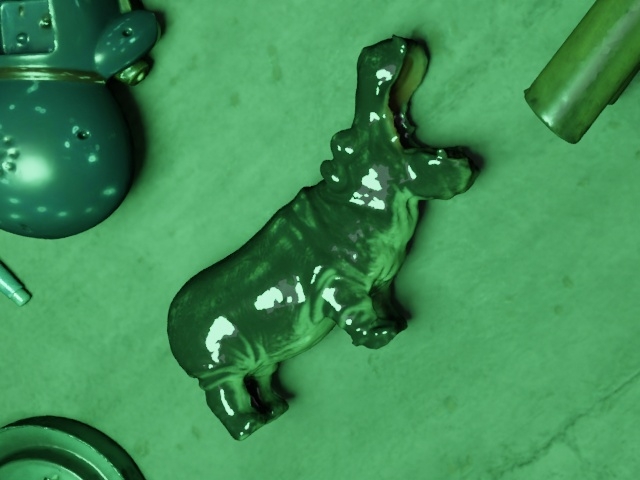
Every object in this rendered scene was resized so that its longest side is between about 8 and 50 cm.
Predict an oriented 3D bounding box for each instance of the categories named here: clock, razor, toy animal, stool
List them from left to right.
[{"bbox_3d":[-0.328,0.012,0.927,0.135,0.040,0.068,44,106,-3],"label":"razor"},{"bbox_3d":[-0.238,-0.122,0.830,0.199,0.146,0.243,0,92,8],"label":"clock"},{"bbox_3d":[-0.262,0.275,0.954,0.215,0.042,0.215,2,100,13],"label":"clock"},{"bbox_3d":[0.016,0.007,0.815,0.168,0.106,0.343,41,100,10],"label":"toy animal"},{"bbox_3d":[0.188,-0.207,0.668,0.272,0.272,0.178,46,119,2],"label":"stool"}]
